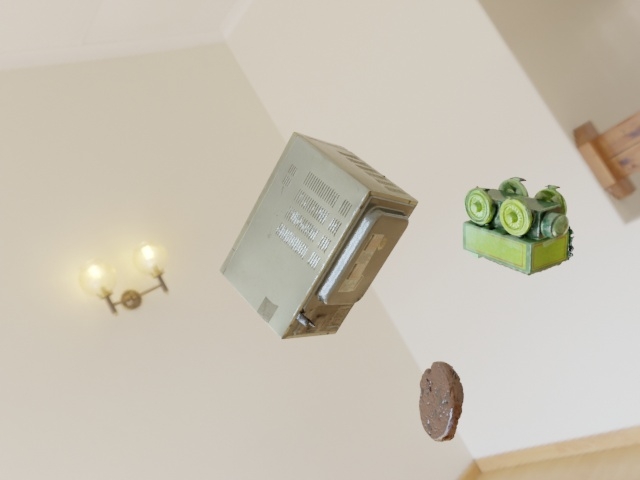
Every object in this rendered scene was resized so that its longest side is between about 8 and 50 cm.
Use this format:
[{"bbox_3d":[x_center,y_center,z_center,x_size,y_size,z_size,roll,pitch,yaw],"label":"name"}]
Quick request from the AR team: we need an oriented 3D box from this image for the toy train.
[{"bbox_3d":[0.450,-0.036,1.379,0.159,0.188,0.272,-15,22,-26],"label":"toy train"}]

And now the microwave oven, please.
[{"bbox_3d":[0.000,0.000,0.850,0.145,0.194,0.240,4,-59,-55],"label":"microwave oven"}]

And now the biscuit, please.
[{"bbox_3d":[0.292,0.390,1.437,0.049,0.192,0.192,3,-15,-15],"label":"biscuit"}]
